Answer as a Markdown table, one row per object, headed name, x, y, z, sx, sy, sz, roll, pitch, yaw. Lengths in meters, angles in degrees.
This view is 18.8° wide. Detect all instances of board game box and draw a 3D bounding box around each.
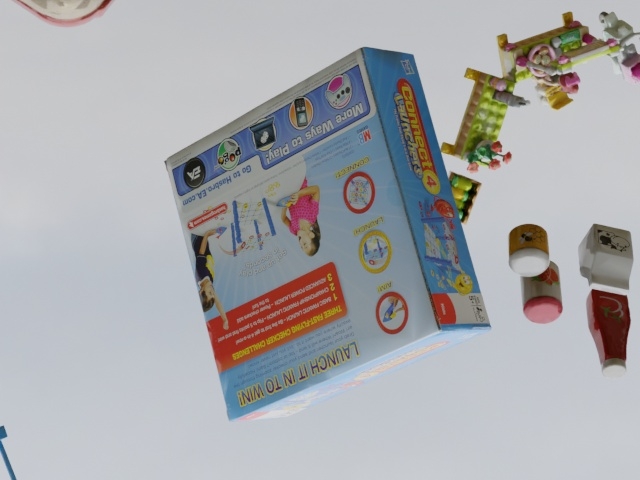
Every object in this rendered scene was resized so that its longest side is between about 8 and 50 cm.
| name | x | y | z | sx | sy | sz | roll | pitch | yaw |
| --- | --- | --- | --- | --- | --- | --- | --- | --- | --- |
| board game box | 0.000 | 0.000 | 2.005 | 0.308 | 0.302 | 0.086 | -26 | 163 | 39 |

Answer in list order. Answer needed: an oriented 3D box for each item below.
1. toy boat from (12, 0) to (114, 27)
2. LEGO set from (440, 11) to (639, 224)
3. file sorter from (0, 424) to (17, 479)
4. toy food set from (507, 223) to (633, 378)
| name | x | y | z | sx | sy | sz | roll | pitch | yaw |
| --- | --- | --- | --- | --- | --- | --- | --- | --- | --- |
| toy boat | -0.320 | -0.323 | 2.186 | 0.231 | 0.151 | 0.151 | 34 | 160 | 9 |
| LEGO set | 0.222 | -0.136 | 1.982 | 0.287 | 0.132 | 0.107 | -41 | -152 | -11 |
| file sorter | -0.339 | 0.234 | 1.613 | 0.170 | 0.104 | 0.118 | -18 | -178 | 44 |
| toy food set | 0.284 | 0.065 | 1.863 | 0.232 | 0.111 | 0.104 | 12 | -131 | -14 |
